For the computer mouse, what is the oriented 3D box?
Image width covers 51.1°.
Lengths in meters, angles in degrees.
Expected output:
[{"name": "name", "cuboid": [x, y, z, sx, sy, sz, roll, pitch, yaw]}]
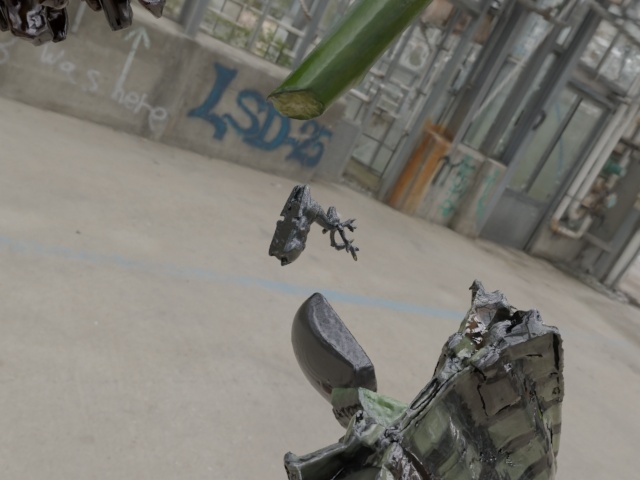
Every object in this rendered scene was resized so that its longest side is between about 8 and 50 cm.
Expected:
[{"name": "computer mouse", "cuboid": [0.010, 0.228, 1.314, 0.100, 0.170, 0.269, -22, 42, -17]}]

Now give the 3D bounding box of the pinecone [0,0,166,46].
[{"name": "pinecone", "cuboid": [-0.286, -0.368, 0.622, 0.397, 0.398, 0.398, 24, 16, -8]}]

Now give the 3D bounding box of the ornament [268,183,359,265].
[{"name": "ornament", "cuboid": [0.000, 0.000, 1.639, 0.080, 0.202, 0.236, 5, -19, 47]}]

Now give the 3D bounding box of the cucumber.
[{"name": "cucumber", "cuboid": [0.078, 0.266, 1.023, 0.116, 0.062, 0.115, 22, -24, -21]}]

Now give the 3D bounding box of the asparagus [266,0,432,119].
[{"name": "asparagus", "cuboid": [0.058, -0.226, 0.686, 0.067, 0.278, 0.060, 42, -3, -20]}]

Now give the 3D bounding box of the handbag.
[{"name": "handbag", "cuboid": [0.126, 0.251, 0.709, 0.162, 0.327, 0.325, 26, 54, 38]}]
